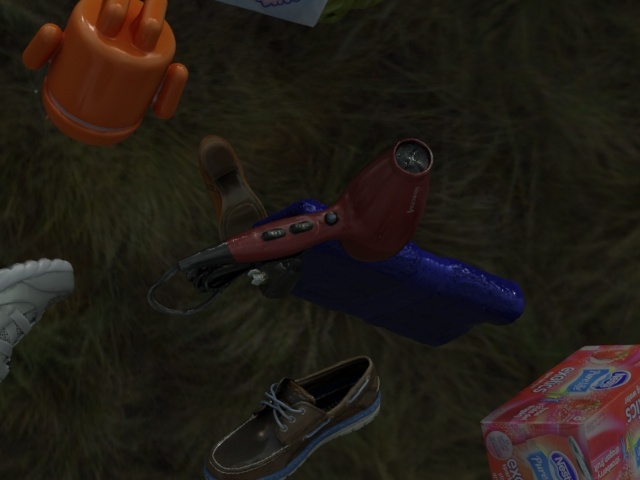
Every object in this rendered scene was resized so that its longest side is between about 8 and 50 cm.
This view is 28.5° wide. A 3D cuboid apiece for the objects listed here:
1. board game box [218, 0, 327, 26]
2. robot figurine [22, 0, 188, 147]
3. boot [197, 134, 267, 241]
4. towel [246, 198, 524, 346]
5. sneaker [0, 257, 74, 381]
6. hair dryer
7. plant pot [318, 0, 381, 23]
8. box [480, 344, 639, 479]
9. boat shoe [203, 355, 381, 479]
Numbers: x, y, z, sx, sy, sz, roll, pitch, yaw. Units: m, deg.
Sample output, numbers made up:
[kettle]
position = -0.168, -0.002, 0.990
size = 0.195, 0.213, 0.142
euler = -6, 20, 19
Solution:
[board game box]
position = -0.147, -0.321, 0.927
size = 0.318, 0.318, 0.066
euler = 12, 138, -19
[robot figurine]
position = -0.250, -0.200, 1.465
size = 0.158, 0.219, 0.128
euler = -14, 59, -42
[boot]
position = -0.129, -0.063, 1.854
size = 0.073, 0.152, 0.197
euler = -16, 102, -6
[towel]
position = 0.069, 0.035, 1.530
size = 0.308, 0.228, 0.076
euler = 22, 67, -20
[sneaker]
position = -0.353, 0.105, 1.284
size = 0.281, 0.105, 0.115
euler = -34, 102, -49
[hair dryer]
position = 0.000, 0.000, 1.181
size = 0.293, 0.224, 0.080
euler = -37, 76, 28
[plant pot]
position = 0.011, -0.441, 1.683
size = 0.276, 0.276, 0.254
euler = -29, 87, -8
[box]
position = 0.342, 0.244, 1.567
size = 0.300, 0.142, 0.154
euler = -21, 103, -51
[boat shoe]
position = -0.026, 0.152, 1.103
size = 0.183, 0.066, 0.066
euler = -28, 136, -31
